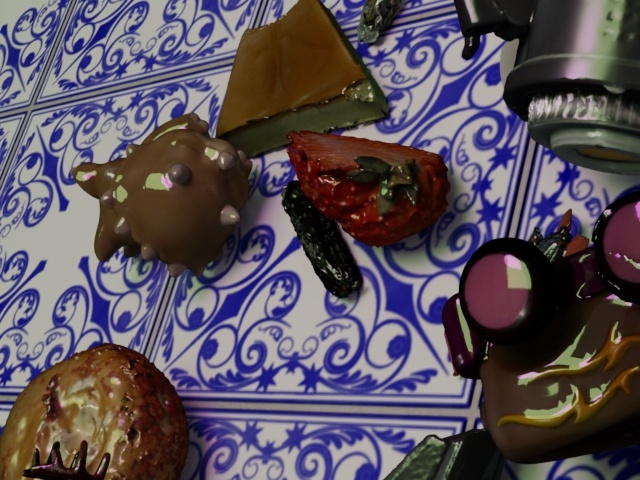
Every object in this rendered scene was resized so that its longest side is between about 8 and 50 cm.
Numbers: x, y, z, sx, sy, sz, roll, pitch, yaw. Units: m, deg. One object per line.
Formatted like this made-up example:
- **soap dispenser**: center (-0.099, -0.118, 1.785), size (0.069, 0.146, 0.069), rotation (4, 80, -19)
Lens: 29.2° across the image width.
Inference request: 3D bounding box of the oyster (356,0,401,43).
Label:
- **oyster**: center (0.075, -0.291, 1.518), size (0.098, 0.037, 0.100), rotation (-115, 46, -66)

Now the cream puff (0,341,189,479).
- **cream puff**: center (-0.246, 0.237, 1.354), size (0.240, 0.164, 0.240), rotation (-12, 61, 21)

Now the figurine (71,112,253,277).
- **figurine**: center (-0.194, -0.037, 1.481), size (0.247, 0.177, 0.173), rotation (-15, 34, 23)

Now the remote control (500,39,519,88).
- **remote control**: center (0.271, -0.207, 1.266), size (0.190, 0.029, 0.088), rotation (-24, 48, 31)

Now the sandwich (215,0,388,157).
- **sandwich**: center (-0.015, -0.225, 1.526), size (0.245, 0.063, 0.212), rotation (-12, 54, 36)

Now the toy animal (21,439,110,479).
- **toy animal**: center (-0.195, 0.340, 1.201), size (0.087, 0.243, 0.260), rotation (142, 143, -77)

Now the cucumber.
- **cucumber**: center (0.000, 0.000, 1.367), size (0.053, 0.053, 0.181), rotation (-41, 43, 15)

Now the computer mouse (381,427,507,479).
- **computer mouse**: center (0.091, 0.246, 1.065), size (0.231, 0.126, 0.071), rotation (-46, 58, 10)

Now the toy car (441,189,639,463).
- **toy car**: center (0.270, 0.099, 0.915), size (0.340, 0.271, 0.240), rotation (-25, 70, 37)

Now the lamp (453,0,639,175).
- **lamp**: center (0.290, -0.195, 1.092), size (0.374, 0.205, 0.272), rotation (-7, 85, -3)

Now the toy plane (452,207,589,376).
- **toy plane**: center (0.179, 0.054, 1.147), size (0.189, 0.061, 0.130), rotation (-44, 18, 15)

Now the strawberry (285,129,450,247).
- **strawberry**: center (0.045, -0.050, 1.306), size (0.236, 0.175, 0.107), rotation (-99, 14, -79)
